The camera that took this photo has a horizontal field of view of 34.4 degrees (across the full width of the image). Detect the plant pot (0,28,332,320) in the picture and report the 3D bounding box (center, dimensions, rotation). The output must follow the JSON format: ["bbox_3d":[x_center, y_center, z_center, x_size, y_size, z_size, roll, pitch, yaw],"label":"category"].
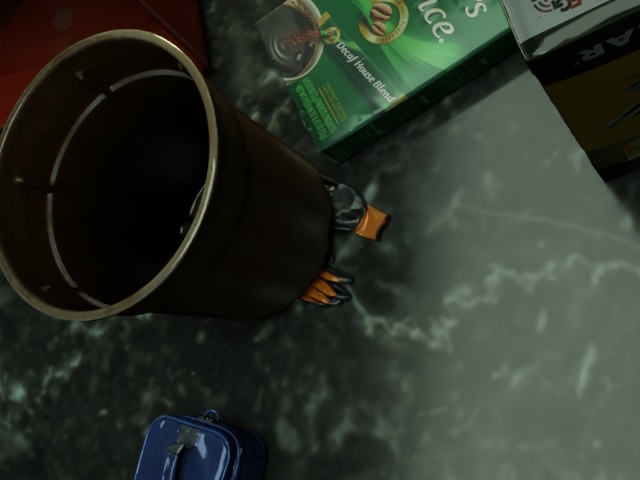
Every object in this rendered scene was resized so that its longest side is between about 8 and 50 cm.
[{"bbox_3d":[-0.084,-0.022,0.640,0.167,0.165,0.167,-8,74,30],"label":"plant pot"}]

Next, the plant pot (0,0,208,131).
[{"bbox_3d":[-0.253,-0.247,0.720,0.267,0.267,0.235,-11,66,21],"label":"plant pot"}]

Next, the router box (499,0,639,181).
[{"bbox_3d":[0.248,-0.145,0.486,0.309,0.243,0.081,-24,73,18],"label":"router box"}]

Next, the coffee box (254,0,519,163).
[{"bbox_3d":[0.057,-0.146,0.676,0.184,0.040,0.113,-31,71,16],"label":"coffee box"}]

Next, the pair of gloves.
[{"bbox_3d":[0.000,0.000,0.693,0.074,0.010,0.083,27,92,24],"label":"pair of gloves"}]

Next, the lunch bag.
[{"bbox_3d":[-0.081,0.157,0.671,0.067,0.065,0.098,12,87,24],"label":"lunch bag"}]
